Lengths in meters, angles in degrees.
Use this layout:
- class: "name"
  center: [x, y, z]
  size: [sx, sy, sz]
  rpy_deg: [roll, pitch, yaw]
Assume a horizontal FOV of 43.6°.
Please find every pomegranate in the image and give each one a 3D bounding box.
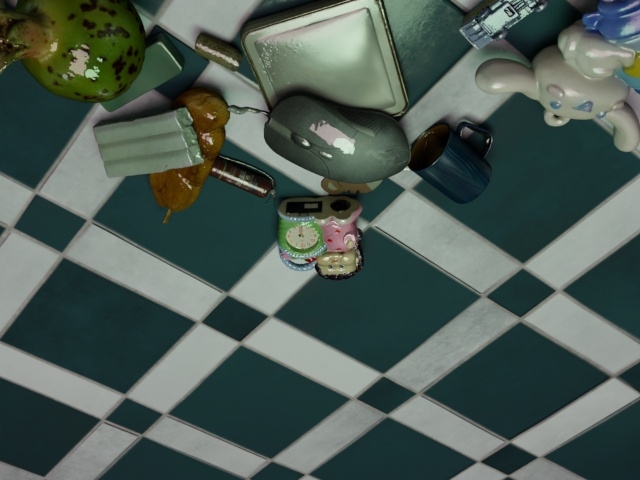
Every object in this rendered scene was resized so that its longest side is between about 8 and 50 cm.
- class: "pomegranate"
  center: [-0.425, -0.324, 1.349]
  size: [0.230, 0.286, 0.231]
  rpy_deg: [13, 131, 16]

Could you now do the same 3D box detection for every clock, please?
- class: "clock"
  center: [0.000, 0.000, 1.765]
  size: [0.193, 0.100, 0.196]
  rpy_deg: [-1, 129, 5]

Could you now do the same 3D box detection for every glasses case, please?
- class: "glasses case"
  center: [-0.351, -0.316, 1.518]
  size: [0.184, 0.039, 0.078]
  rpy_deg: [-24, 127, 19]

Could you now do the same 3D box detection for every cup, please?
- class: "cup"
  center: [0.276, -0.160, 1.616]
  size: [0.138, 0.113, 0.150]
  rpy_deg: [33, 129, -28]

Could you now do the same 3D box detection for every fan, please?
- class: "fan"
  center: [0.115, -0.154, 1.689]
  size: [0.226, 0.008, 0.153]
  rpy_deg: [2, 131, -1]

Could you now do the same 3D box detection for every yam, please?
- class: "yam"
  center: [-0.190, -0.350, 1.491]
  size: [0.094, 0.043, 0.043]
  rpy_deg: [21, 127, -17]

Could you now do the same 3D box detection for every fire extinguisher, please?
- class: "fire extinguisher"
  center: [-0.157, -0.128, 1.685]
  size: [0.158, 0.043, 0.064]
  rpy_deg: [23, 85, -20]

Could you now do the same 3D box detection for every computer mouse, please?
- class: "computer mouse"
  center: [0.000, -0.191, 1.552]
  size: [0.379, 0.090, 0.167]
  rpy_deg: [14, 133, -14]

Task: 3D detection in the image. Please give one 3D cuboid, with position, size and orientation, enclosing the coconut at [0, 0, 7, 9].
- class: "coconut"
  center: [-0.652, -0.372, 1.366]
  size: [0.224, 0.224, 0.224]
  rpy_deg: [0, 131, -1]

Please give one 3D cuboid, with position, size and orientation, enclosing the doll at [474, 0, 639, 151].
- class: "doll"
  center: [0.522, -0.325, 1.428]
  size: [0.376, 0.187, 0.366]
  rpy_deg: [0, 146, -33]

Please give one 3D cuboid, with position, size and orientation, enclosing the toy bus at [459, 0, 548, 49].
- class: "toy bus"
  center: [0.335, -0.414, 1.403]
  size: [0.064, 0.075, 0.190]
  rpy_deg: [42, 129, -20]

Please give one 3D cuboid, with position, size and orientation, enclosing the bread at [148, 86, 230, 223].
- class: "bread"
  center: [-0.271, -0.165, 1.624]
  size: [0.124, 0.084, 0.344]
  rpy_deg: [35, 129, 8]

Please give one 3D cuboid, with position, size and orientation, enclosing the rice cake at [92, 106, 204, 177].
- class: "rice cake"
  center: [-0.341, -0.187, 1.569]
  size: [0.237, 0.043, 0.127]
  rpy_deg: [-2, 115, 30]

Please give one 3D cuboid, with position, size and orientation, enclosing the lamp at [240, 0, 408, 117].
- class: "lamp"
  center: [0.012, -0.322, 1.516]
  size: [0.269, 0.047, 0.267]
  rpy_deg: [-13, 129, 11]
